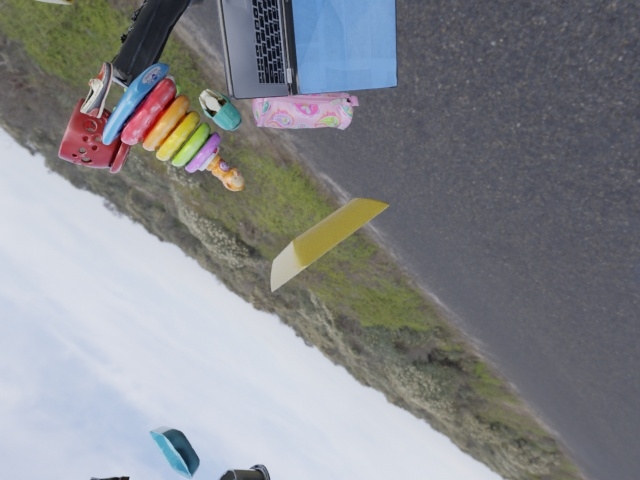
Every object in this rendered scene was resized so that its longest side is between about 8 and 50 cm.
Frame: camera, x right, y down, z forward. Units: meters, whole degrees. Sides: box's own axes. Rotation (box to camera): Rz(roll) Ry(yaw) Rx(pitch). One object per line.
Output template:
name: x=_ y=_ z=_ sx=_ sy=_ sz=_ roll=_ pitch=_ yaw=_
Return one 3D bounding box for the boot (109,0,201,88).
boot: x=-0.513 y=-0.673 z=1.407 sx=0.146 sy=0.445 sz=0.367 roll=24 pitch=-176 yaw=-12

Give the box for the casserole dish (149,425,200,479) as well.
casserole dish: x=-0.314 y=0.452 z=0.951 sx=0.188 sy=0.037 sz=0.114 roll=-25 pitch=96 yaw=52

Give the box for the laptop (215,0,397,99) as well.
laptop: x=-0.003 y=-0.479 z=0.831 sx=0.236 sy=0.382 sz=0.408 roll=1 pitch=-161 yaw=18

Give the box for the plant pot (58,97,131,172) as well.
plant pot: x=-0.670 y=-0.305 z=1.331 sx=0.174 sy=0.191 sz=0.191 roll=24 pitch=177 yaw=-28

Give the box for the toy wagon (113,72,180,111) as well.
toy wagon: x=-0.737 y=-0.556 z=1.820 sx=0.068 sy=0.344 sz=0.267 roll=47 pitch=-150 yaw=1

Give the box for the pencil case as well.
pencil case: x=-0.045 y=-0.369 z=1.209 sx=0.284 sy=0.124 sz=0.124 roll=-3 pitch=-176 yaw=-19

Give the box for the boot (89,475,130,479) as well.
boot: x=-0.587 y=0.711 z=1.162 sx=0.106 sy=0.082 sz=0.219 roll=13 pitch=-174 yaw=-12

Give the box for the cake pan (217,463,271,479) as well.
cake pan: x=-0.164 y=0.507 z=0.699 sx=0.054 sy=0.293 sz=0.293 roll=26 pitch=173 yaw=-14

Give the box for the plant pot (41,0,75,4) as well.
plant pot: x=-0.652 y=-0.625 z=0.891 sx=0.187 sy=0.212 sz=0.212 roll=6 pitch=-178 yaw=22

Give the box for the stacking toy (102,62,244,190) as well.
stacking toy: x=-0.283 y=-0.208 z=0.943 sx=0.302 sy=0.175 sz=0.166 roll=39 pitch=131 yaw=-22

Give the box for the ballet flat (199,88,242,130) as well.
ballet flat: x=-0.302 y=-0.394 z=1.269 sx=0.087 sy=0.083 sz=0.247 roll=45 pitch=180 yaw=-43

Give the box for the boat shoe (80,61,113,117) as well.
boat shoe: x=-0.530 y=-0.361 z=1.044 sx=0.043 sy=0.137 sz=0.049 roll=14 pitch=-159 yaw=-38

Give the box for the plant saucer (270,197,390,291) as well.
plant saucer: x=0.000 y=0.000 z=1.277 sx=0.081 sy=0.333 sz=0.333 roll=54 pitch=155 yaw=1
